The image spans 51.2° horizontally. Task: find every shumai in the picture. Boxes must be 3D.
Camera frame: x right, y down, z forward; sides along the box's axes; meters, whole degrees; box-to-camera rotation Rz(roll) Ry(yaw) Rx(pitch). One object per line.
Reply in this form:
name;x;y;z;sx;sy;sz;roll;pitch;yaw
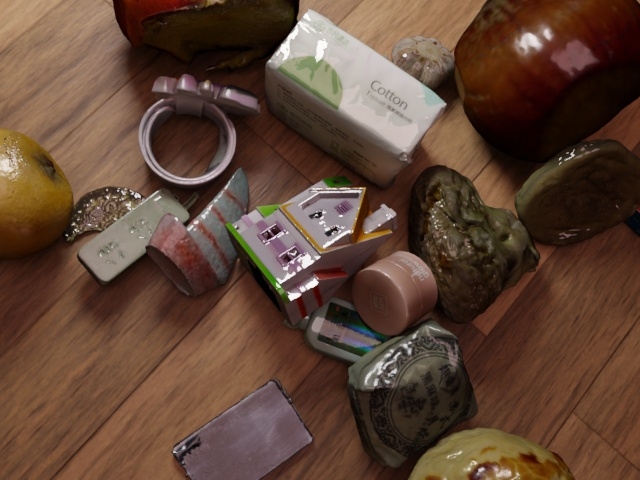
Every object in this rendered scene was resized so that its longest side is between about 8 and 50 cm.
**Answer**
shumai;0.349;0.002;1.442;0.282;0.217;0.346;-4;75;-8

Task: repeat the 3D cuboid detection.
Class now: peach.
peach;-0.236;-0.526;1.395;0.416;0.339;0.353;34;112;25

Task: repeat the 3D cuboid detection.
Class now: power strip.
power strip;-0.373;-0.025;1.416;0.288;0.053;0.093;-42;93;-22

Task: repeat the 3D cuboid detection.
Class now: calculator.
calculator;-0.158;0.420;1.377;0.261;0.021;0.161;-31;83;-13

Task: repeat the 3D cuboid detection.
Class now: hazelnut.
hazelnut;0.516;-0.385;1.468;0.429;0.402;0.402;-31;82;-1

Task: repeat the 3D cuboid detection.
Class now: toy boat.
toy boat;-0.228;-0.027;1.432;0.206;0.096;0.282;52;57;-28

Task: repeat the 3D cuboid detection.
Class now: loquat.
loquat;-0.624;-0.093;1.317;0.262;0.263;0.263;2;76;-7

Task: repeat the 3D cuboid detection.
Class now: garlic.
garlic;0.239;-0.418;1.589;0.159;0.102;0.147;-5;63;-20

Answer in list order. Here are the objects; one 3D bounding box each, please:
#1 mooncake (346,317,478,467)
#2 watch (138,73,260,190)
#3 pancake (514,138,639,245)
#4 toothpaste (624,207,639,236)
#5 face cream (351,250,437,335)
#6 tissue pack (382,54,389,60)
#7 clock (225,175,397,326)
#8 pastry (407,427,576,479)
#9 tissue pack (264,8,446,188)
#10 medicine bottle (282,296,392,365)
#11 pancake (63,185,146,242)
mooncake;0.184;0.311;1.347;0.250;0.136;0.255;-27;111;-17
watch;-0.261;-0.225;1.437;0.244;0.196;0.232;9;82;-9
pancake;0.578;-0.099;1.487;0.294;0.295;0.050;1;41;-7
toothpaste;0.751;-0.079;1.586;0.320;0.076;0.066;45;75;4
face cream;0.152;0.107;1.372;0.104;0.149;0.149;-26;80;-40
tissue pack;0.133;-0.401;1.603;0.083;0.035;0.063;-23;81;-13
clock;0.000;0.000;1.399;0.309;0.166;0.235;-33;55;-13
pastry;0.337;0.551;1.256;0.388;0.312;0.389;1;78;-7
tissue pack;0.068;-0.293;1.450;0.356;0.266;0.194;35;80;2
medicine bottle;0.036;0.188;1.425;0.228;0.083;0.121;20;71;-1
pancake;-0.448;-0.031;1.447;0.190;0.020;0.184;41;75;4
